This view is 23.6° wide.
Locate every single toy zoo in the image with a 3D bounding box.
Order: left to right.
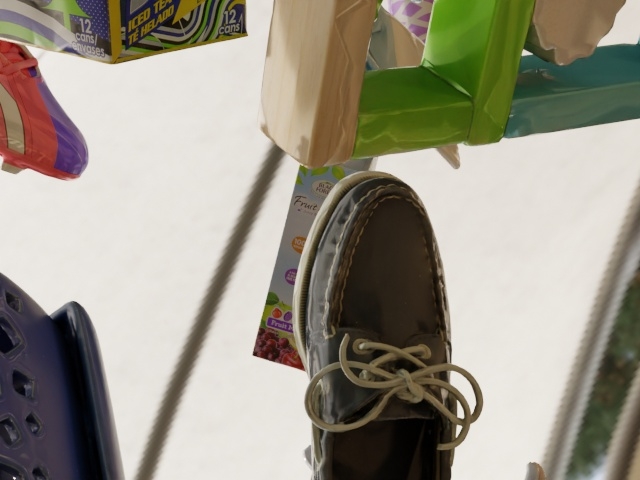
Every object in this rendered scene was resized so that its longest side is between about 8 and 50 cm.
[{"bbox_3d":[0.123,-0.128,0.447,0.293,0.192,0.030,-11,-145,-33],"label":"toy zoo"}]

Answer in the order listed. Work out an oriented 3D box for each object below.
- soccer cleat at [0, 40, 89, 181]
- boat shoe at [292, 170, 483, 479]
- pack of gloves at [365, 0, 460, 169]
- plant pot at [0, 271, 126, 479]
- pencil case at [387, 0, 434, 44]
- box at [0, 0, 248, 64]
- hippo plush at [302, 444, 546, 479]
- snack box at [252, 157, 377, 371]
[{"bbox_3d":[-0.228,-0.132,0.907,0.248,0.095,0.083,38,-173,2],"label":"soccer cleat"},{"bbox_3d":[0.031,0.091,0.811,0.095,0.255,0.079,7,-178,-19],"label":"boat shoe"},{"bbox_3d":[0.011,-0.165,0.932,0.232,0.046,0.195,35,-135,-58],"label":"pack of gloves"},{"bbox_3d":[-0.283,0.161,1.158,0.212,0.236,0.236,18,-133,-45],"label":"plant pot"},{"bbox_3d":[0.100,-0.194,1.535,0.088,0.086,0.206,2,-117,-5],"label":"pencil case"},{"bbox_3d":[-0.101,-0.100,0.507,0.169,0.054,0.059,18,-153,41],"label":"box"},{"bbox_3d":[0.143,0.348,1.497,0.236,0.234,0.294,-4,-162,-29],"label":"hippo plush"},{"bbox_3d":[0.000,0.000,1.497,0.070,0.207,0.174,17,-162,3],"label":"snack box"}]
